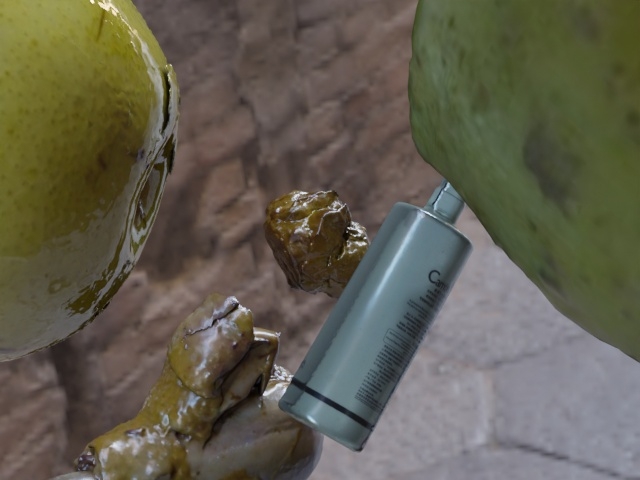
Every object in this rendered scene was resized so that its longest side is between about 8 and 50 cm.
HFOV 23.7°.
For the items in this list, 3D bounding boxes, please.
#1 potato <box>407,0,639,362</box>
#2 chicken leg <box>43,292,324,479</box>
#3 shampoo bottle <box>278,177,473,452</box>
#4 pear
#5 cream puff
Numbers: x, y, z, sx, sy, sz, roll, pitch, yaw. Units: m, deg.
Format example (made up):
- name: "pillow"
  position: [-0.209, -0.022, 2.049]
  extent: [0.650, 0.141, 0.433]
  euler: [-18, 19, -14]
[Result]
- name: "potato"
  position: [0.215, -0.101, 0.513]
  extent: [0.330, 0.212, 0.280]
  euler: [-39, 60, -10]
- name: "chicken leg"
  position: [-0.159, 0.195, 1.670]
  extent: [0.409, 0.295, 0.182]
  euler: [-15, 42, -36]
- name: "shampoo bottle"
  position: [0.062, 0.054, 1.340]
  extent: [0.085, 0.085, 0.262]
  euler: [22, 80, 51]
- name: "pear"
  position: [-0.266, -0.077, 1.066]
  extent: [0.348, 0.348, 0.348]
  euler: [-7, 23, 3]
- name: "cream puff"
  position: [0.000, 0.000, 1.514]
  extent: [0.094, 0.122, 0.116]
  euler: [-25, -17, -9]
